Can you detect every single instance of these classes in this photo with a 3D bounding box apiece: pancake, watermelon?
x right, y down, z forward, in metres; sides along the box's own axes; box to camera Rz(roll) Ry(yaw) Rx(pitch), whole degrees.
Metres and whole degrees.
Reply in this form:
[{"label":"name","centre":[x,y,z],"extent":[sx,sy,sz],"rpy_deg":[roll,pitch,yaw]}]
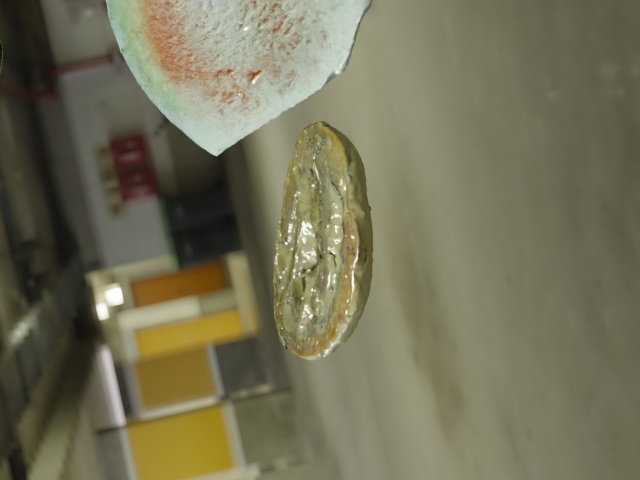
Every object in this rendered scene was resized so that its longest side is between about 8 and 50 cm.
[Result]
[{"label":"pancake","centre":[0.000,0.000,1.135],"extent":[0.158,0.028,0.158],"rpy_deg":[-177,90,-72]},{"label":"watermelon","centre":[-0.052,-0.202,1.552],"extent":[0.214,0.320,0.289],"rpy_deg":[29,107,40]}]

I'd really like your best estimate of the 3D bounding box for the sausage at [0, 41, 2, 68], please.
[{"label":"sausage","centre":[-0.260,-0.032,1.306],"extent":[0.033,0.033,0.269],"rpy_deg":[96,-178,-76]}]
